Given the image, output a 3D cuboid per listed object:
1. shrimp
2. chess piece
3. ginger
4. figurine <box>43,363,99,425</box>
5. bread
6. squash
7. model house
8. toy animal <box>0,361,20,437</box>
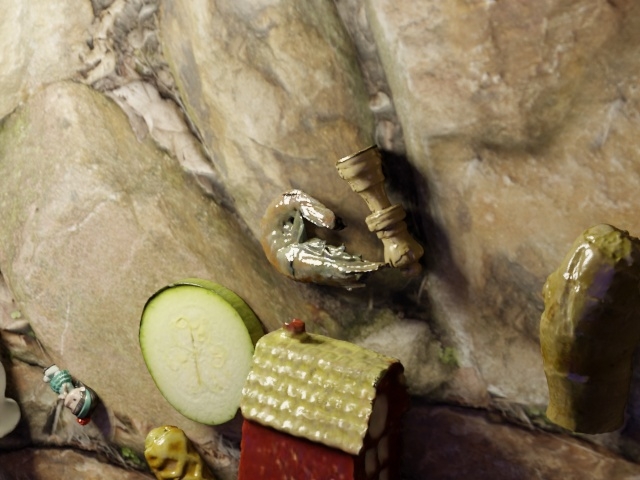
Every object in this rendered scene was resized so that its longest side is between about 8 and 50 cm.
[{"bbox_3d":[0.000,0.000,1.452,0.223,0.048,0.126,10,110,43],"label":"shrimp"},{"bbox_3d":[0.079,-0.032,1.401,0.060,0.060,0.172,-22,96,36],"label":"chess piece"},{"bbox_3d":[0.309,0.101,1.281,0.109,0.117,0.262,-126,33,-56],"label":"ginger"},{"bbox_3d":[-0.402,0.246,1.809,0.106,0.047,0.060,39,115,16],"label":"figurine"},{"bbox_3d":[-0.154,0.441,1.710,0.077,0.084,0.367,-32,88,-4],"label":"bread"},{"bbox_3d":[-0.170,0.157,1.641,0.219,0.041,0.219,9,108,30],"label":"squash"},{"bbox_3d":[0.007,0.235,1.484,0.196,0.160,0.253,12,113,29],"label":"model house"},{"bbox_3d":[-0.665,0.236,1.874,0.265,0.206,0.271,1,111,28],"label":"toy animal"}]
